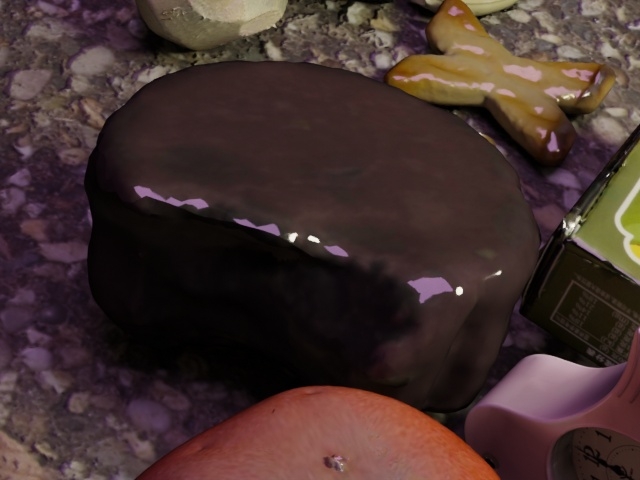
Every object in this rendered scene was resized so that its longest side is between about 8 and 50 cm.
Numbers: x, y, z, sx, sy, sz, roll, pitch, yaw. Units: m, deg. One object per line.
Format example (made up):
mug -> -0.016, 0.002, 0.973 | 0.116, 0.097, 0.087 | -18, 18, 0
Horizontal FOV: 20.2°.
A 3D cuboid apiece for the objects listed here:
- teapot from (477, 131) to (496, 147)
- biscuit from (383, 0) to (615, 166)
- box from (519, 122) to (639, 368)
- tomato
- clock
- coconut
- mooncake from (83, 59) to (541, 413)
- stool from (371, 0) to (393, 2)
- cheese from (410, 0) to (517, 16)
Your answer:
teapot -> 0.122, -0.068, 1.774 | 0.110, 0.085, 0.080 | -5, 64, 25
biscuit -> 0.187, -0.164, 1.873 | 0.208, 0.047, 0.164 | 26, 49, 15
box -> 0.442, 0.029, 1.602 | 0.420, 0.138, 0.373 | 35, 52, 9
tomato -> -0.016, 0.256, 1.255 | 0.341, 0.272, 0.341 | 6, 45, -6
clock -> 0.247, 0.147, 1.410 | 0.275, 0.290, 0.080 | 30, 49, 28
coconut -> -0.103, -0.279, 1.849 | 0.162, 0.161, 0.161 | -11, 37, 28
mooncake -> 0.000, 0.000, 1.559 | 0.381, 0.212, 0.350 | 32, 44, 22
stool -> 0.033, -0.378, 1.946 | 0.141, 0.232, 0.232 | 4, 45, -4
cheese -> 0.211, -0.322, 2.024 | 0.249, 0.070, 0.163 | -7, 47, -18
